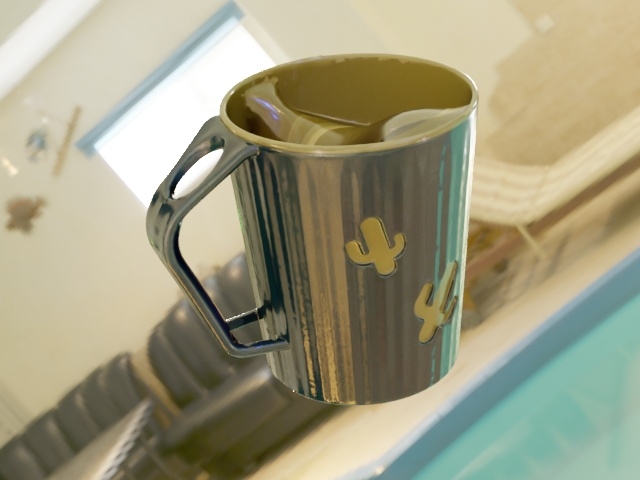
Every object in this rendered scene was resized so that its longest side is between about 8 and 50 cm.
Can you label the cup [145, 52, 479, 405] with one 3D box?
[{"bbox_3d":[0.000,0.000,0.623,0.177,0.155,0.131,-16,30,-19],"label":"cup"}]
